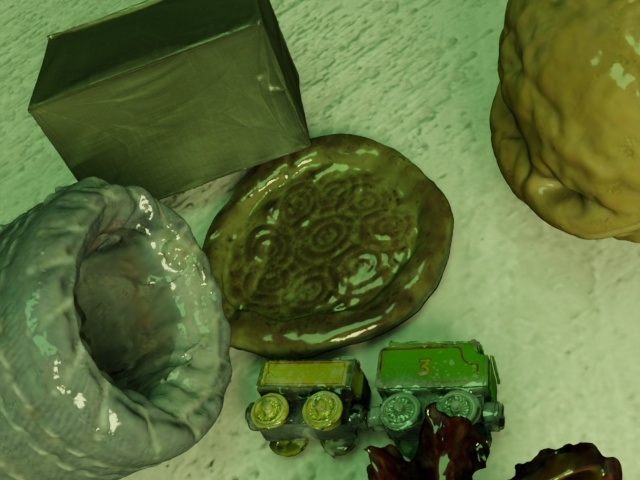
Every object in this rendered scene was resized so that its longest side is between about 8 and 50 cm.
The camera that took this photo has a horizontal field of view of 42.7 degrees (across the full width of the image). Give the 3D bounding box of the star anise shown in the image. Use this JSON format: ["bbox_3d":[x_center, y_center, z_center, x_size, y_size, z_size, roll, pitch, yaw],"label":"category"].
[{"bbox_3d":[0.090,0.197,0.504,0.220,0.190,0.126,-7,13,17],"label":"star anise"}]

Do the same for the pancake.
[{"bbox_3d":[0.000,0.001,0.753,0.250,0.031,0.250,-10,51,12],"label":"pancake"}]

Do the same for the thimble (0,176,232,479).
[{"bbox_3d":[-0.194,0.078,0.650,0.172,0.205,0.236,-24,65,25],"label":"thimble"}]

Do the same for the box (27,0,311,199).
[{"bbox_3d":[-0.144,-0.150,0.827,0.231,0.155,0.149,-18,40,6],"label":"box"}]

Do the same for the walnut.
[{"bbox_3d":[0.243,-0.119,0.628,0.257,0.224,0.257,-24,50,32],"label":"walnut"}]

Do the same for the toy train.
[{"bbox_3d":[0.040,0.122,0.633,0.202,0.060,0.081,-4,47,18],"label":"toy train"}]
